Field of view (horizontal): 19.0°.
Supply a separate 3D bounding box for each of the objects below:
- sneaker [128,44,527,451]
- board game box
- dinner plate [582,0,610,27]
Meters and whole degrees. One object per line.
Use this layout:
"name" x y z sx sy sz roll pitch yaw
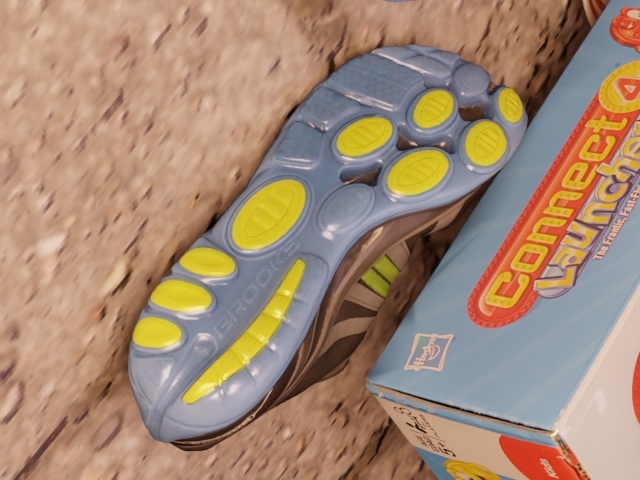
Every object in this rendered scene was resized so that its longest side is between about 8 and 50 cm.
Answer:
"sneaker" 0.000 0.000 0.672 0.188 0.067 0.078 -46 169 -23
"board game box" 0.190 0.035 0.783 0.308 0.086 0.302 -55 132 -23
"dinner plate" 0.145 -0.147 0.784 0.141 0.017 0.141 -37 144 -33
